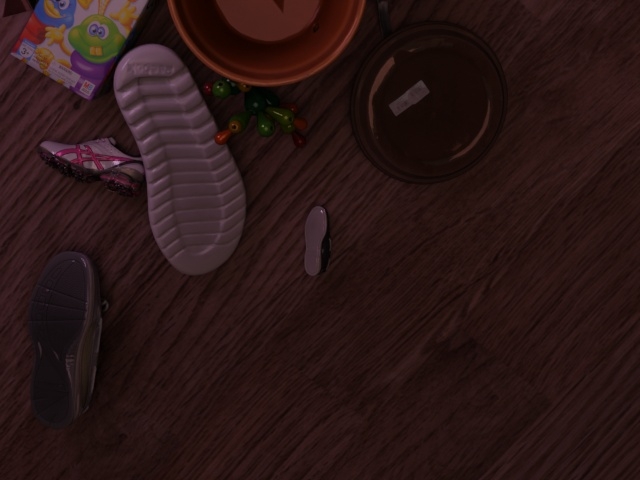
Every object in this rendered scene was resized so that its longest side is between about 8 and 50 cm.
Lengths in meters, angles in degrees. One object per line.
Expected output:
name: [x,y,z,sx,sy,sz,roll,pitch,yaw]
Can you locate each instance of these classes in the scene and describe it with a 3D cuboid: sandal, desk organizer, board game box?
sandal: [-0.229,-0.136,1.476,0.170,0.102,0.416,-17,120,-12]
desk organizer: [-0.470,-0.403,1.368,0.050,0.130,0.047,-13,135,5]
board game box: [-0.340,-0.377,1.377,0.144,0.142,0.275,31,103,-11]

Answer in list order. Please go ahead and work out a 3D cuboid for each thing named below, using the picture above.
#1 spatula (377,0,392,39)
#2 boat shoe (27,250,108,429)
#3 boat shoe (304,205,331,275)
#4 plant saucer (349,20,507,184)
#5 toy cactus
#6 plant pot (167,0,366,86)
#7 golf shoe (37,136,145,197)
spatula: [0.112,-0.347,1.461,0.084,0.030,0.296,-17,109,-3]
boat shoe: [-0.442,0.172,1.563,0.118,0.103,0.320,8,101,15]
boat shoe: [0.000,0.000,1.555,0.046,0.038,0.125,11,103,38]
plant saucer: [0.187,-0.225,1.477,0.278,0.041,0.277,-3,108,-10]
toy cactus: [-0.117,-0.233,1.435,0.112,0.219,0.180,-39,61,31]
plant pot: [-0.082,-0.390,1.352,0.291,0.203,0.290,-1,105,-3]
golf shoe: [-0.383,-0.138,1.493,0.186,0.067,0.085,18,73,-3]
